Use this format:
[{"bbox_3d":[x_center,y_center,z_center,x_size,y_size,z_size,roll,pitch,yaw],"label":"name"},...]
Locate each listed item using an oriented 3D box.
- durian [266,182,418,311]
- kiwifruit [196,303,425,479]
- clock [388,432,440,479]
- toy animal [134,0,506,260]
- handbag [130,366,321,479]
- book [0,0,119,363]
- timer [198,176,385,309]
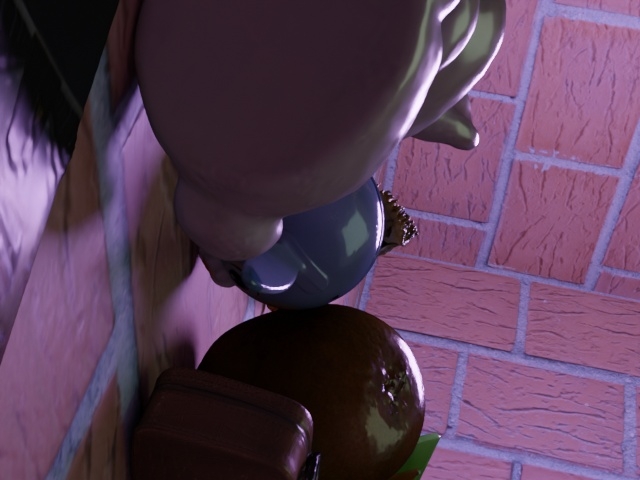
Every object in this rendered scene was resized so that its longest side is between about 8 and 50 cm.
[{"bbox_3d":[0.000,0.000,1.413,0.237,0.137,0.193,-36,179,18],"label":"durian"},{"bbox_3d":[-0.020,0.155,1.020,0.196,0.234,0.195,19,67,-52],"label":"kiwifruit"},{"bbox_3d":[0.011,0.296,1.520,0.106,0.255,0.219,-2,121,-45],"label":"clock"},{"bbox_3d":[0.012,-0.121,0.784,0.241,0.196,0.368,-64,168,20],"label":"toy animal"},{"bbox_3d":[-0.076,0.195,0.886,0.072,0.151,0.193,-70,169,-46],"label":"handbag"},{"bbox_3d":[-0.139,-0.064,0.398,0.262,0.028,0.373,90,12,-71],"label":"book"},{"bbox_3d":[-0.050,-0.007,0.925,0.255,0.175,0.175,-19,125,-51],"label":"timer"}]
